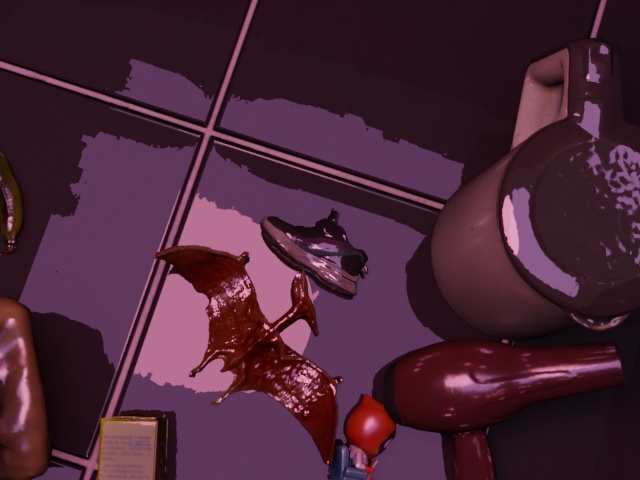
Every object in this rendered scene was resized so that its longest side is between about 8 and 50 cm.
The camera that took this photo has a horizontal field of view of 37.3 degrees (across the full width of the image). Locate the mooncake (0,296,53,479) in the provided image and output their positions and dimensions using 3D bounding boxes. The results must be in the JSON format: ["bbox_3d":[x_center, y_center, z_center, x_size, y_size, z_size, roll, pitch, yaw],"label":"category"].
[{"bbox_3d":[-0.540,0.187,1.119,0.393,0.394,0.246,-13,78,21],"label":"mooncake"}]

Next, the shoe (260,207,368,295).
[{"bbox_3d":[0.000,0.000,1.335,0.169,0.071,0.099,34,79,-1],"label":"shoe"}]

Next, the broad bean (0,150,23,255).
[{"bbox_3d":[-0.472,-0.090,1.343,0.069,0.039,0.226,-24,84,0],"label":"broad bean"}]

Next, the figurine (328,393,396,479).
[{"bbox_3d":[0.057,0.282,1.297,0.075,0.068,0.140,20,76,-13],"label":"figurine"}]

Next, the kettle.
[{"bbox_3d":[0.295,-0.059,1.197,0.250,0.376,0.361,6,82,-1],"label":"kettle"}]

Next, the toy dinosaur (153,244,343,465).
[{"bbox_3d":[-0.085,0.151,1.287,0.207,0.113,0.327,-13,86,1],"label":"toy dinosaur"}]

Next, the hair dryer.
[{"bbox_3d":[0.252,0.295,1.265,0.313,0.123,0.340,-6,98,16],"label":"hair dryer"}]

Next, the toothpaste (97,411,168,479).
[{"bbox_3d":[-0.251,0.392,1.244,0.077,0.110,0.327,1,81,0],"label":"toothpaste"}]
